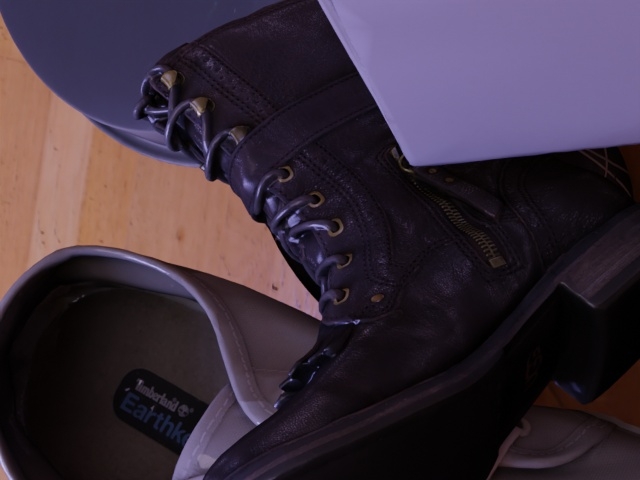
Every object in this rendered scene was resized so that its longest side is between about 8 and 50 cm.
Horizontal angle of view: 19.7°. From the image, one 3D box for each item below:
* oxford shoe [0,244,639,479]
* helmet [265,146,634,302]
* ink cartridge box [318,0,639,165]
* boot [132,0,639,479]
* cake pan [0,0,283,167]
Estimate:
[{"bbox_3d":[0.027,0.118,0.779,0.449,0.130,0.169,22,80,26],"label":"oxford shoe"},{"bbox_3d":[0.064,-0.018,0.895,0.161,0.169,0.169,30,110,46],"label":"helmet"},{"bbox_3d":[0.200,-0.201,0.658,0.394,0.166,0.286,-5,64,14],"label":"ink cartridge box"},{"bbox_3d":[0.000,0.000,0.745,0.229,0.263,0.091,41,145,29],"label":"boot"},{"bbox_3d":[-0.080,-0.186,1.031,0.293,0.054,0.293,3,95,33],"label":"cake pan"}]
